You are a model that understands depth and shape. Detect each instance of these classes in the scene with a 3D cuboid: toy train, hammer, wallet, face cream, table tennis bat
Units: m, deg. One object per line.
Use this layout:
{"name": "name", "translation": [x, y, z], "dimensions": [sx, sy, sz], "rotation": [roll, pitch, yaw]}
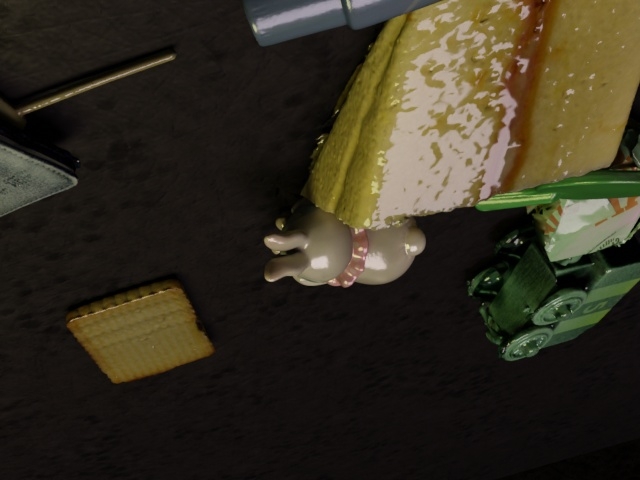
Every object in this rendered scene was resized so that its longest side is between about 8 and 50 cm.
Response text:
{"name": "toy train", "translation": [0.378, 0.071, 1.617], "dimensions": [0.238, 0.167, 0.299], "rotation": [-12, 152, -25]}
{"name": "hammer", "translation": [-0.238, -0.161, 0.998], "dimensions": [0.195, 0.028, 0.060], "rotation": [-21, 147, -2]}
{"name": "wallet", "translation": [-0.376, -0.064, 1.033], "dimensions": [0.222, 0.036, 0.167], "rotation": [-21, 153, 25]}
{"name": "face cream", "translation": [0.116, -0.266, 0.937], "dimensions": [0.385, 0.086, 0.135], "rotation": [-15, -179, 4]}
{"name": "table tennis bat", "translation": [0.312, -0.066, 1.270], "dimensions": [0.257, 0.039, 0.160], "rotation": [-4, 172, 31]}

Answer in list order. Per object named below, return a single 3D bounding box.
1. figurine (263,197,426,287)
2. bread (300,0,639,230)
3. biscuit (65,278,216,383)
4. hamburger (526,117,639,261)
{"name": "figurine", "translation": [0.000, 0.000, 1.284], "dimensions": [0.235, 0.155, 0.127], "rotation": [-5, 113, -35]}
{"name": "bread", "translation": [0.182, -0.212, 1.154], "dimensions": [0.345, 0.242, 0.405], "rotation": [-4, 115, -18]}
{"name": "biscuit", "translation": [-0.259, 0.137, 1.484], "dimensions": [0.172, 0.029, 0.254], "rotation": [-18, 151, -4]}
{"name": "hamburger", "translation": [0.368, -0.077, 1.401], "dimensions": [0.235, 0.125, 0.214], "rotation": [-1, 137, -12]}
